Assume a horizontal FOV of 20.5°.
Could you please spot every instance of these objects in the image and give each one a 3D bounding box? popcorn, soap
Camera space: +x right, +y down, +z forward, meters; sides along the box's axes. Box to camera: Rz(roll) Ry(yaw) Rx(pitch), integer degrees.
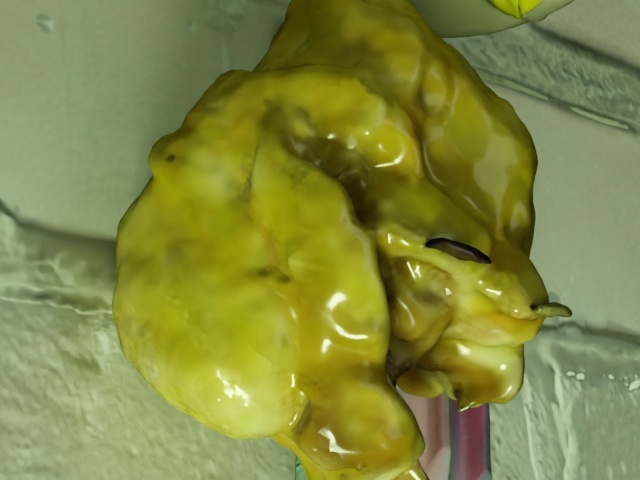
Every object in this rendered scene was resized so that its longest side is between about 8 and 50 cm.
[{"bbox_3d":[-0.002,0.004,0.848,0.190,0.191,0.254,9,59,-33],"label":"popcorn"},{"bbox_3d":[0.038,0.111,0.934,0.056,0.100,0.149,28,55,-45],"label":"soap"}]

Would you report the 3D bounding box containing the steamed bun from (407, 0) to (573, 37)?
[{"bbox_3d":[0.044,-0.289,0.930,0.374,0.334,0.334,53,39,-19],"label":"steamed bun"}]
